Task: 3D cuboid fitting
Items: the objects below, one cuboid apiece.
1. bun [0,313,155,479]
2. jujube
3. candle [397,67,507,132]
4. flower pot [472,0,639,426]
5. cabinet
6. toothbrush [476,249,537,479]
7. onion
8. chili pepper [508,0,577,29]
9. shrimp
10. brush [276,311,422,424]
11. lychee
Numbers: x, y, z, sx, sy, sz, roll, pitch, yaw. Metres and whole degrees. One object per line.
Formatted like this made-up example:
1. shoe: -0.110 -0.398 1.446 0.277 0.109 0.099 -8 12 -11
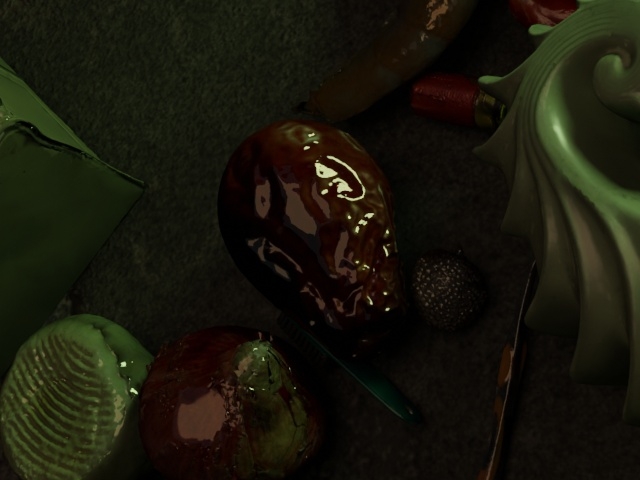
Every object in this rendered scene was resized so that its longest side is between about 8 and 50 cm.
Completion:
1. bun: -0.226 0.172 1.419 0.195 0.118 0.195 -12 68 32
2. jujube: 0.000 0.000 1.327 0.168 0.168 0.236 -35 64 16
3. candle: 0.129 -0.136 1.357 0.130 0.052 0.052 15 82 34
4. flower pot: 0.269 -0.030 1.142 0.254 0.164 0.367 -35 57 42
5. cabinet: -0.424 -0.068 1.541 0.318 0.227 0.290 43 98 32
6. toothbrush: 0.170 0.123 1.263 0.023 0.031 0.321 -1 70 65
7. onion: -0.079 0.144 1.307 0.184 0.184 0.147 51 144 31
8. chili pepper: 0.227 -0.205 1.323 0.191 0.050 0.059 43 96 25
9. shrimp: 0.086 -0.242 1.384 0.185 0.068 0.287 16 87 50
10. brush: 0.023 0.120 1.344 0.193 0.043 0.032 43 116 30
11. lychee: 0.117 0.043 1.302 0.067 0.068 0.083 164 117 -69
